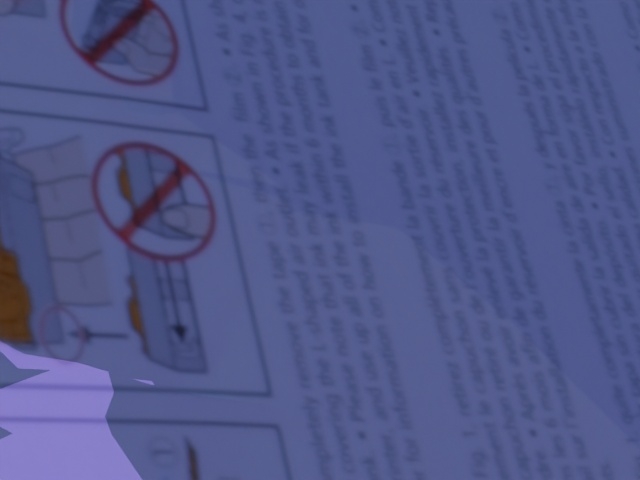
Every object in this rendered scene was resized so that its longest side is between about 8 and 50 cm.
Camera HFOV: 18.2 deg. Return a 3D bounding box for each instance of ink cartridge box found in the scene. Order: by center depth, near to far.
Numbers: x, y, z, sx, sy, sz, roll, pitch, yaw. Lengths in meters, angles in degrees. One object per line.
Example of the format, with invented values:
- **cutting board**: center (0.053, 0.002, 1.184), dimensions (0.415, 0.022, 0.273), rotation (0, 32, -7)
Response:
- **ink cartridge box**: center (0.000, 0.000, 0.502), dimensions (0.385, 0.091, 0.308), rotation (5, 58, -32)
